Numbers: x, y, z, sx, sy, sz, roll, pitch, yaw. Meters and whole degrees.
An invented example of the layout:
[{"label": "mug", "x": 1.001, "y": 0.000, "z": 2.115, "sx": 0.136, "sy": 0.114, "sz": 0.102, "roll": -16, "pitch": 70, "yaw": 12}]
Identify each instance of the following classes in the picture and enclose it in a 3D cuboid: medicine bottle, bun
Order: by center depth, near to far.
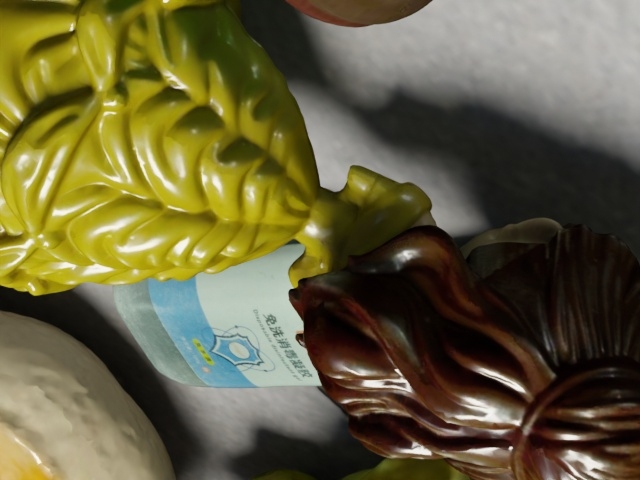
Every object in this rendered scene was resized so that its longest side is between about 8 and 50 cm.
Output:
[{"label": "medicine bottle", "x": -0.003, "y": 0.033, "z": 0.740, "sx": 0.208, "sy": 0.053, "sz": 0.090, "roll": -4, "pitch": 129, "yaw": 35}, {"label": "bun", "x": -0.212, "y": 0.151, "z": 0.924, "sx": 0.299, "sy": 0.165, "sz": 0.299, "roll": 7, "pitch": 117, "yaw": 15}]

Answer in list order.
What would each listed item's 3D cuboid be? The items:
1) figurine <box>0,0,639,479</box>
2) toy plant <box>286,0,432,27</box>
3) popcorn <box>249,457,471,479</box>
[{"label": "figurine", "x": 0.000, "y": -0.001, "z": 0.619, "sx": 0.315, "sy": 0.187, "sz": 0.168, "roll": 29, "pitch": 175, "yaw": 0}, {"label": "toy plant", "x": -0.002, "y": -0.132, "z": 0.531, "sx": 0.200, "sy": 0.105, "sz": 0.143, "roll": 21, "pitch": 164, "yaw": 46}, {"label": "popcorn", "x": 0.029, "y": 0.218, "z": 0.782, "sx": 0.286, "sy": 0.225, "sz": 0.173, "roll": -10, "pitch": 122, "yaw": 40}]
